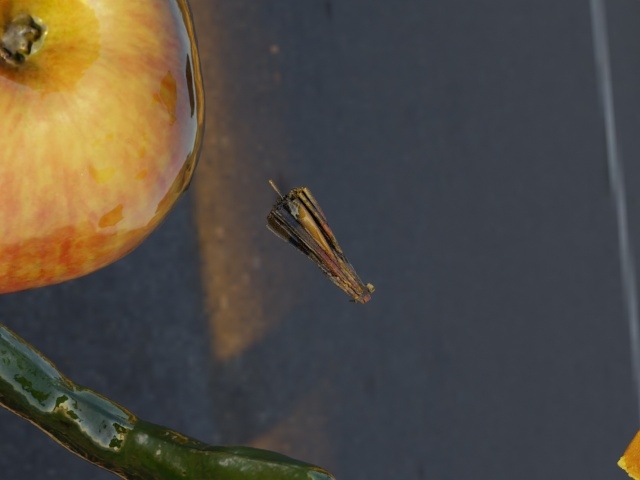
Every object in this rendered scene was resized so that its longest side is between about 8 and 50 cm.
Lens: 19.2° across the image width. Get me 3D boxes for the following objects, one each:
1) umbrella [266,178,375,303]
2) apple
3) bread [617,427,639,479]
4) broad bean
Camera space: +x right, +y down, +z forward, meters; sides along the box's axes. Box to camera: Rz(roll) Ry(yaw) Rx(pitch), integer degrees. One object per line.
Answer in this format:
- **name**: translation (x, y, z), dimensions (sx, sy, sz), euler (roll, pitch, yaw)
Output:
- **umbrella**: translation (-0.002, 0.001, 0.992), dimensions (0.083, 0.020, 0.031), euler (54, 46, -14)
- **apple**: translation (-0.107, -0.053, 0.629), dimensions (0.146, 0.131, 0.146), euler (6, 75, -25)
- **bread**: translation (0.262, 0.136, 1.272), dimensions (0.094, 0.090, 0.035), euler (-56, 139, -4)
- **broad bean**: translation (-0.129, 0.122, 1.254), dimensions (0.049, 0.292, 0.144), euler (-63, -175, -25)
